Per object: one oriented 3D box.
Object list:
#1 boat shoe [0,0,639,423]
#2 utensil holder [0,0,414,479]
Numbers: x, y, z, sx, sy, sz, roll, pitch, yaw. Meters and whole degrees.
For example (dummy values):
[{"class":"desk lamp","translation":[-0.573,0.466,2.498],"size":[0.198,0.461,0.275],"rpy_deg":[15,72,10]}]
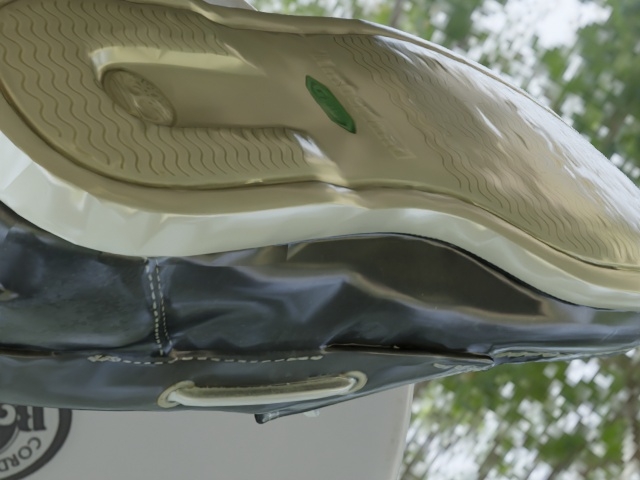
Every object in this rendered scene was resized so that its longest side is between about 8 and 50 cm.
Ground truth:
[{"class":"boat shoe","translation":[0.000,0.000,0.411],"size":[0.233,0.079,0.084],"rpy_deg":[5,-138,-45]},{"class":"utensil holder","translation":[-0.173,0.037,0.760],"size":[0.328,0.327,0.385],"rpy_deg":[11,180,-21]}]
